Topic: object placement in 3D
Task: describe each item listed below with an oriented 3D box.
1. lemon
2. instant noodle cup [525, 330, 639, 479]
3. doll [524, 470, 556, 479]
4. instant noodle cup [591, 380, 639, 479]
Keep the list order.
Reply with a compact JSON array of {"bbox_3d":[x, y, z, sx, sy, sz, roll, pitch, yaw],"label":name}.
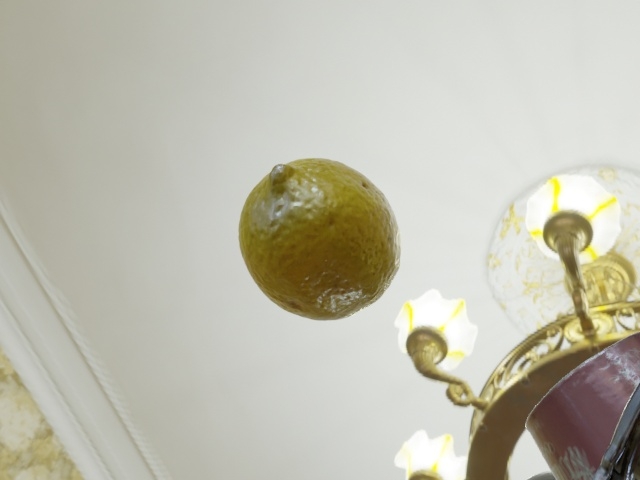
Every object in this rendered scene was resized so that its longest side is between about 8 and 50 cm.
[{"bbox_3d":[-0.006,-0.005,1.007,0.228,0.228,0.253,-37,-58,24],"label":"lemon"},{"bbox_3d":[0.334,0.213,0.695,0.235,0.234,0.178,-52,-127,25],"label":"instant noodle cup"},{"bbox_3d":[0.468,0.529,1.264,0.186,0.198,0.322,57,-29,-5],"label":"doll"},{"bbox_3d":[0.281,0.121,0.420,0.208,0.177,0.125,-51,-133,-5],"label":"instant noodle cup"}]
